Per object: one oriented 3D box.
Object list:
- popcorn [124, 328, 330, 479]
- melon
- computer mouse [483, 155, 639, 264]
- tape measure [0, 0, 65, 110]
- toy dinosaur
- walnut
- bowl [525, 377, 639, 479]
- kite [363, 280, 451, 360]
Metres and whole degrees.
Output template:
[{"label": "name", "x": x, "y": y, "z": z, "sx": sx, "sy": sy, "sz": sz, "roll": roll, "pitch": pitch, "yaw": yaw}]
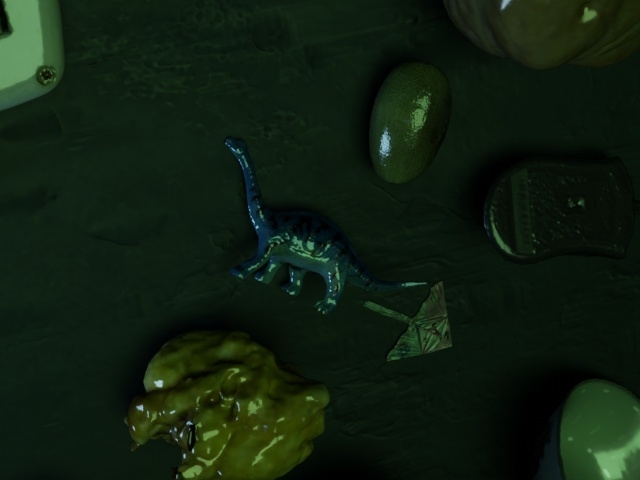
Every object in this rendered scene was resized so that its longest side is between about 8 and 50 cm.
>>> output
[{"label": "popcorn", "x": -0.119, "y": 0.205, "z": 1.274, "sx": 0.254, "sy": 0.191, "sz": 0.190, "roll": -9, "pitch": 96, "yaw": -6}, {"label": "melon", "x": 0.111, "y": -0.147, "z": 1.281, "sx": 0.099, "sy": 0.099, "sz": 0.162, "roll": 8, "pitch": 108, "yaw": -20}, {"label": "computer mouse", "x": 0.326, "y": -0.043, "z": 1.390, "sx": 0.264, "sy": 0.088, "sz": 0.147, "roll": -1, "pitch": 91, "yaw": -17}, {"label": "tape measure", "x": -0.407, "y": -0.251, "z": 1.064, "sx": 0.265, "sy": 0.130, "sz": 0.258, "roll": -20, "pitch": 110, "yaw": -11}, {"label": "toy dinosaur", "x": -0.026, "y": 0.018, "z": 1.304, "sx": 0.329, "sy": 0.076, "sz": 0.144, "roll": 37, "pitch": 86, "yaw": -14}, {"label": "walnut", "x": 0.287, "y": -0.372, "z": 1.163, "sx": 0.306, "sy": 0.306, "sz": 0.344, "roll": -1, "pitch": 109, "yaw": -18}, {"label": "bowl", "x": 0.398, "y": 0.383, "z": 1.483, "sx": 0.337, "sy": 0.337, "sz": 0.157, "roll": 35, "pitch": 133, "yaw": -24}, {"label": "kite", "x": 0.128, "y": 0.110, "z": 1.419, "sx": 0.152, "sy": 0.005, "sz": 0.137, "roll": 33, "pitch": 92, "yaw": -24}]
